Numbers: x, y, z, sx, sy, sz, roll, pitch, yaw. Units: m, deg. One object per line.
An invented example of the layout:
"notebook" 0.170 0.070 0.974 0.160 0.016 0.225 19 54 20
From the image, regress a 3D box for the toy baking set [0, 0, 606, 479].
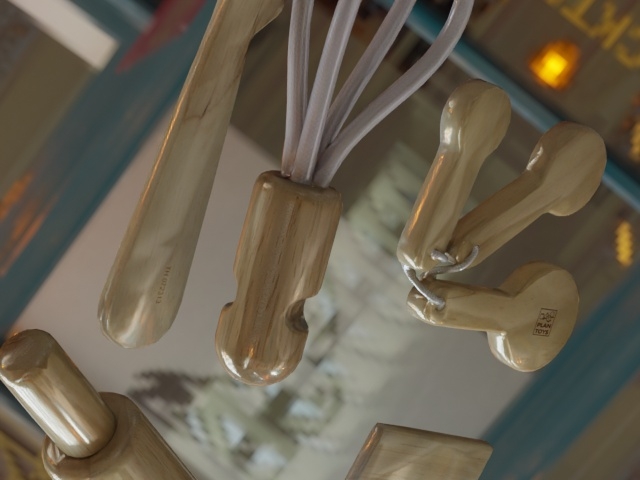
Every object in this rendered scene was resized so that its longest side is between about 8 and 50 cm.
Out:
"toy baking set" -0.004 0.006 0.554 0.030 0.197 0.256 25 162 40
